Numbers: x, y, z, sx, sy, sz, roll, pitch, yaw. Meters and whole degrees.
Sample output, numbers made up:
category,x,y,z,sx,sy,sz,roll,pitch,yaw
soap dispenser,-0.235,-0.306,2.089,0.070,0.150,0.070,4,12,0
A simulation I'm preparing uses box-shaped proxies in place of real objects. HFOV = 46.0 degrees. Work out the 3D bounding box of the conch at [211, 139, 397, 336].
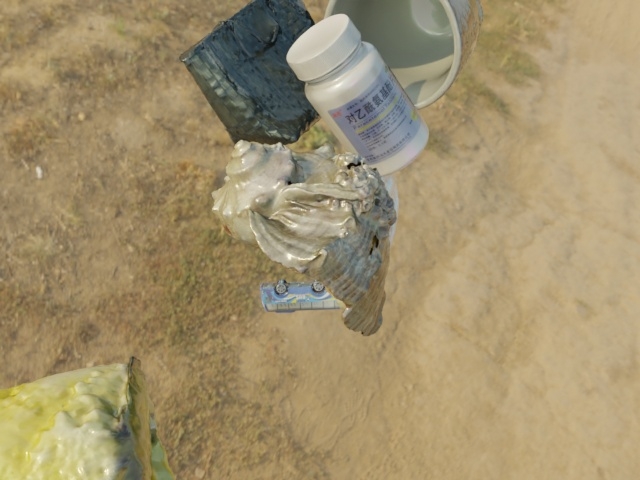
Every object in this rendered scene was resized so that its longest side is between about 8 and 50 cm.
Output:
category,x,y,z,sx,sy,sz,roll,pitch,yaw
conch,0.000,0.000,0.725,0.245,0.163,0.178,54,28,-32

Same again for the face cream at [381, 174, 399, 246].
category,x,y,z,sx,sy,sz,roll,pitch,yaw
face cream,0.085,-0.052,1.517,0.111,0.205,0.206,8,40,23

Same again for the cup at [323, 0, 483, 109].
category,x,y,z,sx,sy,sz,roll,pitch,yaw
cup,0.168,-0.386,1.201,0.227,0.301,0.257,32,41,6

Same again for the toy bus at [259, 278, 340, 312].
category,x,y,z,sx,sy,sz,roll,pitch,yaw
toy bus,-0.035,0.102,1.404,0.153,0.061,0.051,-3,9,0

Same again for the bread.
category,x,y,z,sx,sy,sz,roll,pitch,yaw
bread,-0.195,0.189,0.559,0.171,0.197,0.197,-20,56,-5

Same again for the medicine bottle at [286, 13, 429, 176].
category,x,y,z,sx,sy,sz,roll,pitch,yaw
medicine bottle,0.047,-0.174,0.921,0.186,0.103,0.102,50,34,-32

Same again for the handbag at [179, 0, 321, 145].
category,x,y,z,sx,sy,sz,roll,pitch,yaw
handbag,-0.064,-0.219,0.964,0.175,0.089,0.270,60,39,-20
